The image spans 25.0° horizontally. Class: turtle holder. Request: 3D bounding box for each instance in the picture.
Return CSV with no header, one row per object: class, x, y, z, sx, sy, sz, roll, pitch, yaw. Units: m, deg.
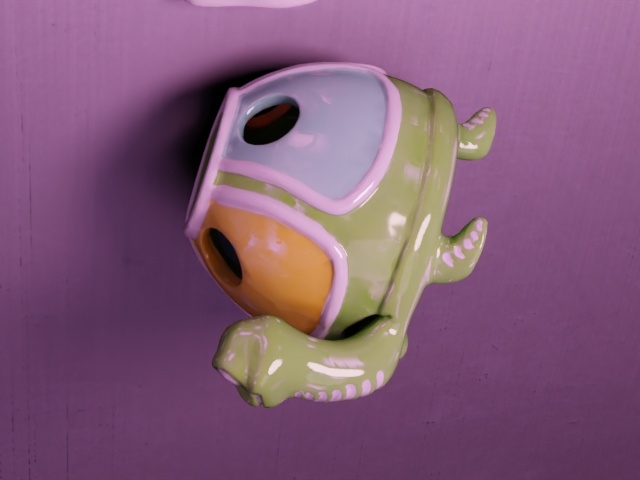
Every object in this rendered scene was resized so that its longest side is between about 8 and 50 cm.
turtle holder,-0.002,-0.003,1.245,0.228,0.243,0.320,19,80,-9

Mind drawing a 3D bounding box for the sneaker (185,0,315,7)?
sneaker,-0.050,-0.235,1.202,0.134,0.051,0.070,-5,131,-13
